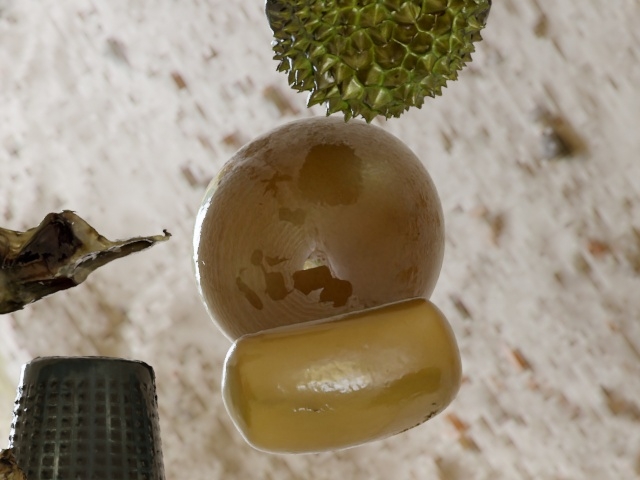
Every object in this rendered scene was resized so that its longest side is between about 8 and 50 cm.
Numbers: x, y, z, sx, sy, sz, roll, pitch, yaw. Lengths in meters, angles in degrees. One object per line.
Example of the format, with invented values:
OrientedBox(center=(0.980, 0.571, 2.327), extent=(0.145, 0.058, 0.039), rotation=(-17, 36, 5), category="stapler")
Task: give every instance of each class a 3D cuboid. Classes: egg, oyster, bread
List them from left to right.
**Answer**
OrientedBox(center=(-0.270, 0.013, 1.353), extent=(0.166, 0.294, 0.094), rotation=(57, -146, -65), category="oyster")
OrientedBox(center=(0.000, 0.000, 1.930), extent=(0.282, 0.283, 0.351), rotation=(61, -154, -17), category="egg")
OrientedBox(center=(0.022, 0.131, 1.519), extent=(0.147, 0.217, 0.098), rotation=(79, 174, -47), category="bread")

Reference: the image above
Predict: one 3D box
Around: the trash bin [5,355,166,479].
OrientedBox(center=(-0.211, 0.184, 1.515), extent=(0.175, 0.175, 0.161), rotation=(131, 139, -79), category="trash bin")

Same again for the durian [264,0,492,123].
OrientedBox(center=(0.048, -0.251, 1.747), extent=(0.291, 0.225, 0.291), rotation=(168, 90, -70), category="durian")

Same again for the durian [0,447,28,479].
OrientedBox(center=(-0.331, 0.313, 1.302), extent=(0.112, 0.191, 0.341), rotation=(58, -148, -46), category="durian")
